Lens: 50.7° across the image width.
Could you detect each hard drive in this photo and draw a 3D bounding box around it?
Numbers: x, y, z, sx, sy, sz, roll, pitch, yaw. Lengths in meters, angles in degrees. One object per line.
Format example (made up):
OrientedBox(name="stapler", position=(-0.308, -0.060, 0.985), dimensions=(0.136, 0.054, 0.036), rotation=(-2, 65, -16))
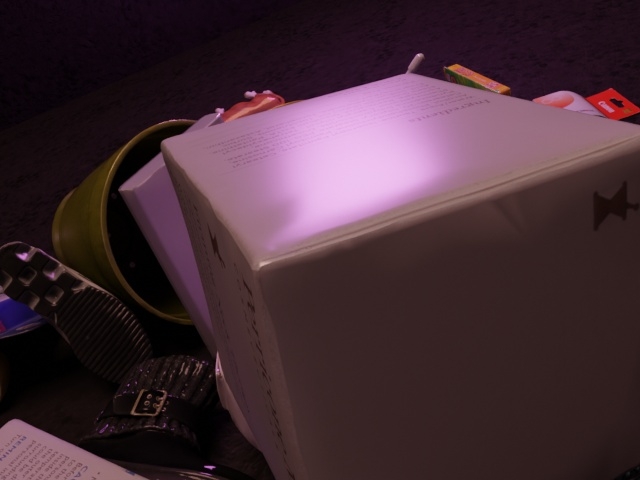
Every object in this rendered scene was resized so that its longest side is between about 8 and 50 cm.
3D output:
OrientedBox(name="hard drive", position=(-0.177, -0.003, 1.145), dimensions=(0.047, 0.353, 0.233), rotation=(2, 38, 33))

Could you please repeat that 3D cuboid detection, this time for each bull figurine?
OrientedBox(name="bull figurine", position=(-0.248, -0.343, 1.957), dimensions=(0.311, 0.101, 0.188), rotation=(-22, 29, -1))

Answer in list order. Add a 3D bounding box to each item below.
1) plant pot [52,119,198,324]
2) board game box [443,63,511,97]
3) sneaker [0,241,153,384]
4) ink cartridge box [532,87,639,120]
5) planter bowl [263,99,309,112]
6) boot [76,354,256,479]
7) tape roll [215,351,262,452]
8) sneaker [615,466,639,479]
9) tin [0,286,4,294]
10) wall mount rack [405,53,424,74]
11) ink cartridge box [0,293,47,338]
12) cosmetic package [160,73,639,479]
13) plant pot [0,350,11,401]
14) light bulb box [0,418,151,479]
OrientedBox(name="plant pot", position=(-0.342, -0.023, 1.324), dimensions=(0.353, 0.366, 0.366), rotation=(-5, 33, 45))
OrientedBox(name="board game box", position=(0.359, -0.316, 1.535), dimensions=(0.039, 0.124, 0.259), rotation=(-25, 32, -9))
OrientedBox(name="sneaker", position=(-0.427, 0.129, 1.217), dimensions=(0.122, 0.330, 0.146), rotation=(-48, -2, -12))
OrientedBox(name="ink cartridge box", position=(0.567, -0.289, 1.449), dimensions=(0.179, 0.045, 0.145), rotation=(-20, 32, 6))
OrientedBox(name="planter bowl", position=(-0.088, -0.279, 1.773), dimensions=(0.217, 0.090, 0.217), rotation=(-15, 31, 9))
OrientedBox(name="boot", position=(-0.178, 0.281, 0.928), dimensions=(0.348, 0.131, 0.260), rotation=(8, 26, 18))
OrientedBox(name="tape roll", position=(0.052, 0.161, 0.941), dimensions=(0.392, 0.072, 0.392), rotation=(-3, 30, 2))
OrientedBox(name="sneaker", position=(0.292, 0.239, 0.699), dimensions=(0.283, 0.122, 0.110), rotation=(-34, 56, -13))
OrientedBox(name="tin", position=(-0.702, 0.114, 1.513), dimensions=(0.190, 0.106, 0.040), rotation=(-17, 32, 8))
OrientedBox(name="wall mount rack", position=(0.164, -0.163, 1.239), dimensions=(0.350, 0.130, 0.304), rotation=(39, 69, 15))
OrientedBox(name="ink cartridge box", position=(-0.660, 0.152, 1.333), dimensions=(0.330, 0.071, 0.324), rotation=(-16, 6, 5))
OrientedBox(name="cosmetic package", position=(0.064, 0.046, 0.679), dimensions=(0.328, 0.329, 0.394), rotation=(-18, 25, -16))
OrientedBox(name="plant pot", position=(-0.635, 0.250, 1.259), dimensions=(0.134, 0.134, 0.095), rotation=(-15, 15, 9))
OrientedBox(name="light bulb box", position=(-0.139, 0.375, 0.538), dimensions=(0.361, 0.357, 0.225), rotation=(7, 43, 36))
